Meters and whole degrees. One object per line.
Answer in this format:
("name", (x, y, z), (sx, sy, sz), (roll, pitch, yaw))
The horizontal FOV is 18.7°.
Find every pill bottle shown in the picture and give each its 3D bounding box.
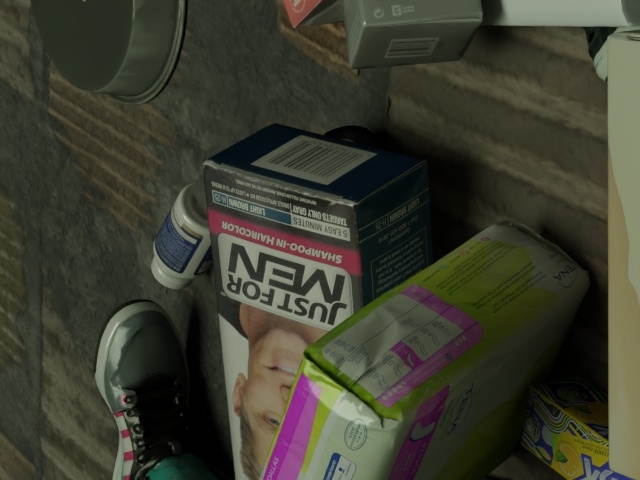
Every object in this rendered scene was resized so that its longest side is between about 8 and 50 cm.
("pill bottle", (-0.135, -0.002, 2.024), (0.067, 0.067, 0.120), (63, 144, 24))

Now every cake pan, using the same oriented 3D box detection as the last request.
("cake pan", (-0.241, -0.290, 2.115), (0.293, 0.054, 0.293), (22, 117, 52))

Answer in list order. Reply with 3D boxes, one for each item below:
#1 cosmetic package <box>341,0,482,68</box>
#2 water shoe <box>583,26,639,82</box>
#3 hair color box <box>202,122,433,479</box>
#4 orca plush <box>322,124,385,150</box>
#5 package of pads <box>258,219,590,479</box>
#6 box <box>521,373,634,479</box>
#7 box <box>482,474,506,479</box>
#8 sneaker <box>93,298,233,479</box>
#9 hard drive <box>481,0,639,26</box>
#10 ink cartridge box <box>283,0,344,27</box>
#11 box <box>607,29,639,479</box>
("cosmetic package", (0.059, -0.267, 1.552), (0.127, 0.107, 0.238), (111, 154, -80))
("water shoe", (0.239, -0.196, 1.385), (0.080, 0.073, 0.203), (65, 144, 26))
("hair color box", (0.006, 0.086, 1.713), (0.174, 0.105, 0.347), (16, 123, 36))
("orca plush", (0.000, 0.000, 1.831), (0.151, 0.102, 0.287), (12, 123, 8))
("package of pads", (0.075, 0.128, 1.528), (0.101, 0.296, 0.229), (36, 130, 21))
("box", (0.232, 0.170, 1.523), (0.169, 0.054, 0.059), (35, 128, 47))
("box", (0.063, 0.311, 1.660), (0.059, 0.233, 0.183), (5, 103, 59))
("sneaker", (-0.162, 0.224, 2.077), (0.178, 0.124, 0.295), (37, 136, 53))
("hard drive", (0.166, -0.259, 1.425), (0.307, 0.040, 0.203), (-159, 62, -73))
("ink cartridge box", (-0.007, -0.304, 1.735), (0.115, 0.067, 0.198), (-39, 66, 55))
("box", (0.284, 0.010, 1.314), (0.121, 0.148, 0.311), (17, 112, 55))
